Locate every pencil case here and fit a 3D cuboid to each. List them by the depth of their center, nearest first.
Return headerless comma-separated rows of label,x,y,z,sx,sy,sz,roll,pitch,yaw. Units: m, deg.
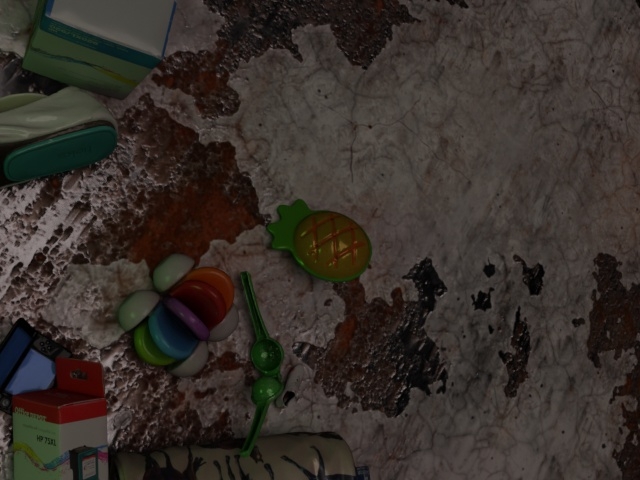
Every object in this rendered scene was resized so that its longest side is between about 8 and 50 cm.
pencil case,-0.130,0.393,1.286,0.410,0.183,0.160,2,127,-30

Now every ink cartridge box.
ink cartridge box,-0.362,0.284,1.177,0.078,0.134,0.231,-2,90,-47
ink cartridge box,-0.323,-0.335,1.245,0.168,0.232,0.171,16,76,-24

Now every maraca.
maraca,0.000,0.000,1.461,0.185,0.099,0.127,27,63,4

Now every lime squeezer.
lime squeezer,-0.092,0.208,1.364,0.059,0.110,0.310,-6,59,6

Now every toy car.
toy car,-0.206,0.115,1.305,0.159,0.136,0.182,48,64,-15

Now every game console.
game console,-0.423,0.188,1.213,0.107,0.071,0.122,36,68,-20

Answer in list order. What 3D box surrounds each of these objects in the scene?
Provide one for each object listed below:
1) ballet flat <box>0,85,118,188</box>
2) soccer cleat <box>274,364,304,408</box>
ballet flat,-0.487,-0.131,1.202,0.400,0.139,0.139,-23,95,-33
soccer cleat,-0.048,0.248,1.432,0.029,0.035,0.083,40,67,-18
